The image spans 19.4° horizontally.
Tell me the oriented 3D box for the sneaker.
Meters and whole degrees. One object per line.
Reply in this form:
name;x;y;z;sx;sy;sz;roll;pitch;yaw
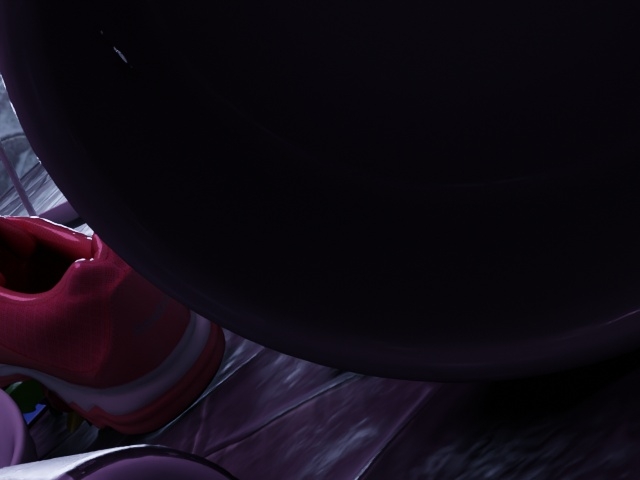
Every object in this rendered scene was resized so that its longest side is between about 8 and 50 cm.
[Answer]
sneaker;-0.203;0.028;1.182;0.314;0.136;0.116;3;47;37

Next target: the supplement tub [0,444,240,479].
supplement tub;-0.100;0.144;0.743;0.117;0.117;0.190;-48;13;-26

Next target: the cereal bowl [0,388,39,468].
cereal bowl;-0.290;0.203;0.940;0.339;0.141;0.339;-12;22;5

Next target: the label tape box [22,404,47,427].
label tape box;-0.341;0.143;1.536;0.240;0.106;0.334;-49;13;-28

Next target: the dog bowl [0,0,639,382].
dog bowl;0.044;-0.096;0.649;0.349;0.349;0.102;-36;26;27

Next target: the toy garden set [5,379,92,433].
toy garden set;-0.117;0.045;1.322;0.244;0.049;0.204;-43;10;-8

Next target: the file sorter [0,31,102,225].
file sorter;-0.262;-0.089;1.719;0.278;0.173;0.193;-24;2;12
